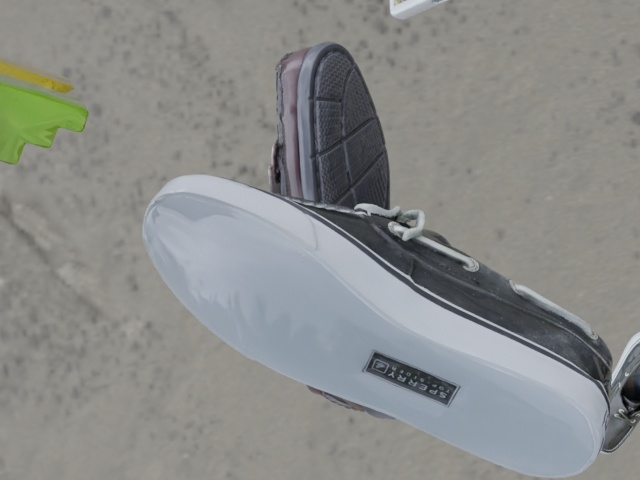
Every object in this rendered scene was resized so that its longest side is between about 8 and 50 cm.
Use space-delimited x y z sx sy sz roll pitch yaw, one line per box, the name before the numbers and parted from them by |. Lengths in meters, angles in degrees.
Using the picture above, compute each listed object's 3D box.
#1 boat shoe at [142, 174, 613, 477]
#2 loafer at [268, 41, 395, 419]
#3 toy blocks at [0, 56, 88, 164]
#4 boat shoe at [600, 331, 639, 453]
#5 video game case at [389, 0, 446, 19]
boat shoe | 0.043 0.031 0.850 0.306 0.105 0.113 23 132 1
loafer | 0.000 0.000 1.048 0.095 0.109 0.302 1 116 33
toy blocks | -0.248 0.024 0.679 0.381 0.191 0.260 -138 66 -71
boat shoe | 0.308 0.158 1.384 0.040 0.049 0.142 -97 23 -67
video game case | 0.125 -0.309 1.216 0.173 0.022 0.190 -17 70 43
